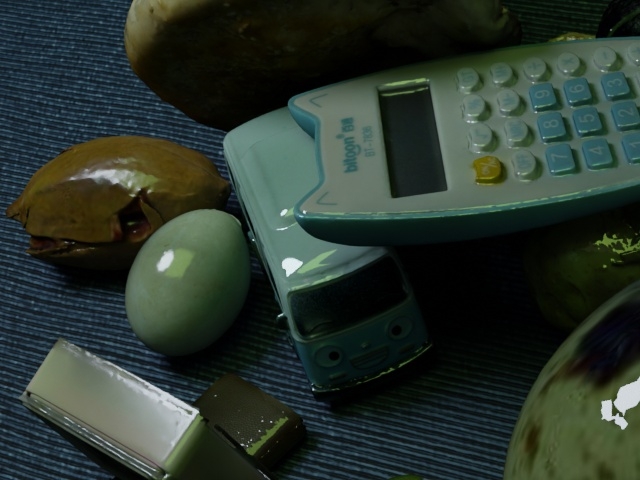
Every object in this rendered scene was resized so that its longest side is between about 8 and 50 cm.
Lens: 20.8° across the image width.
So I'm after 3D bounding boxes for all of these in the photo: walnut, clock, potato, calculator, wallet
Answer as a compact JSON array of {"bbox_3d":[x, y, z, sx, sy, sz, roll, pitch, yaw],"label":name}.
[{"bbox_3d":[-0.207,-0.039,1.771,0.245,0.137,0.137,-3,46,21],"label":"walnut"},{"bbox_3d":[-0.146,0.171,1.485,0.192,0.147,0.071,23,73,36],"label":"clock"},{"bbox_3d":[0.301,0.010,1.524,0.248,0.169,0.143,-10,75,6],"label":"potato"},{"bbox_3d":[0.167,-0.093,1.527,0.386,0.054,0.256,-11,36,5],"label":"calculator"},{"bbox_3d":[-0.115,0.209,1.566,0.110,0.031,0.198,28,61,38],"label":"wallet"}]

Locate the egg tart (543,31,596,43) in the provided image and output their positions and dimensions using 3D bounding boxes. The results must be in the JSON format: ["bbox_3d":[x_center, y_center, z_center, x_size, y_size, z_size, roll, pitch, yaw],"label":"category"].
[{"bbox_3d":[0.261,-0.172,1.802,0.105,0.039,0.105,-10,44,10],"label":"egg tart"}]

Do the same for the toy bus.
[{"bbox_3d":[0.000,0.000,1.634,0.133,0.165,0.271,-22,44,-2],"label":"toy bus"}]

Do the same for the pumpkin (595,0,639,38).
[{"bbox_3d":[0.373,-0.176,1.681,0.220,0.162,0.220,-6,46,6],"label":"pumpkin"}]

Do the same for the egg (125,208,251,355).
[{"bbox_3d":[-0.125,0.039,1.674,0.114,0.114,0.152,19,71,33],"label":"egg"}]

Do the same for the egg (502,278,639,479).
[{"bbox_3d":[0.332,0.164,1.228,0.428,0.345,0.345,-29,44,-17],"label":"egg"}]

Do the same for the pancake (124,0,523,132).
[{"bbox_3d":[0.001,-0.181,1.680,0.387,0.387,0.082,-5,69,15],"label":"pancake"}]

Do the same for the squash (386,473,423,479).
[{"bbox_3d":[0.047,0.321,1.363,0.087,0.087,0.331,-1,48,19],"label":"squash"}]
